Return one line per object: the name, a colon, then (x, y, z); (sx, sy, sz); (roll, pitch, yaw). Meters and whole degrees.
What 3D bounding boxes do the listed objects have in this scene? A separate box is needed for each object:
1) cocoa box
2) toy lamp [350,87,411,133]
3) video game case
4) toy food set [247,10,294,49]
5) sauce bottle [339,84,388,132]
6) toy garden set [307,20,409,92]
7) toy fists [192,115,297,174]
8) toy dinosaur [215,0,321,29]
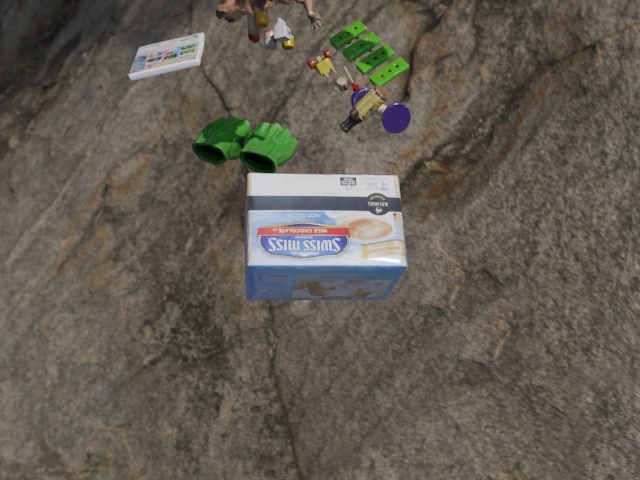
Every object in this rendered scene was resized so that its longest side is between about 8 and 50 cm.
cocoa box: (0.000, 0.000, 1.398); (0.347, 0.231, 0.228); (1, 65, -7)
toy lamp: (0.137, -0.327, 1.508); (0.080, 0.080, 0.274); (-50, 25, 9)
video game case: (-0.337, -0.408, 1.348); (0.157, 0.019, 0.143); (-11, 42, 5)
toy food set: (-0.162, -0.670, 1.876); (0.111, 0.232, 0.104); (-5, 86, 25)
sauce bottle: (0.093, -0.285, 1.335); (0.128, 0.042, 0.042); (-41, 48, 35)
toy garden set: (0.100, -0.498, 1.742); (0.204, 0.049, 0.244); (-34, 61, -7)
toy fists: (-0.196, -0.256, 1.621); (0.279, 0.096, 0.142); (13, 52, 23)
toy dinosaur: (-0.076, -0.548, 1.196); (0.127, 0.200, 0.295); (18, 92, 32)
